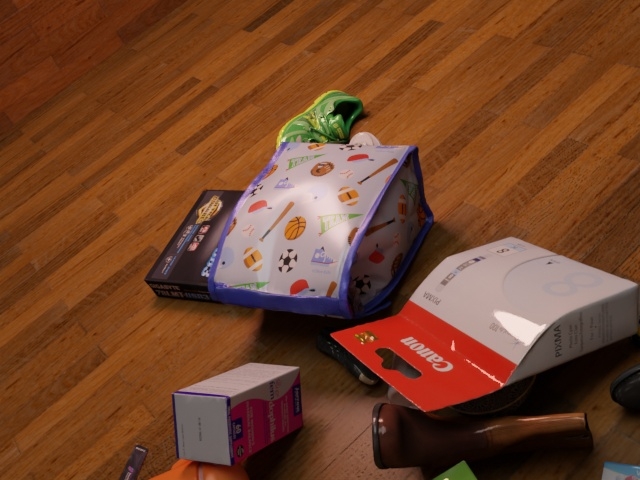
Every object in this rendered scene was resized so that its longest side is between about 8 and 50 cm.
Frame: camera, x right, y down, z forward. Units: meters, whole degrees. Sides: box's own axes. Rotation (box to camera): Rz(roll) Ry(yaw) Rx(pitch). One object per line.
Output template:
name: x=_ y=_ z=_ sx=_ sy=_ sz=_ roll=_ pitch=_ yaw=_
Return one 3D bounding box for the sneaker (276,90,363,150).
sneaker: x=-0.002 y=-0.270 z=1.985 sx=0.123 sy=0.109 sz=0.295 roll=10 pitch=52 yaw=43

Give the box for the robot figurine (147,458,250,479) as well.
robot figurine: x=-0.206 y=0.424 z=1.321 sx=0.219 sy=0.128 sz=0.158 roll=-24 pitch=8 yaw=6

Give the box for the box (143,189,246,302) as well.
box: x=-0.208 y=0.009 z=1.834 sx=0.293 sy=0.073 sz=0.296 roll=3 pitch=49 yaw=35

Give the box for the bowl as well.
bowl: x=0.268 y=0.227 z=1.291 sx=0.170 sy=0.080 sz=0.170 roll=-16 pitch=39 yaw=14

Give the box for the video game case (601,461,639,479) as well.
video game case: x=0.427 y=0.378 z=1.078 sx=0.119 sy=0.015 sz=0.166 roll=0 pitch=46 yaw=31

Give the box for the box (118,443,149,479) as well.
box: x=-0.340 y=0.432 z=1.389 sx=0.029 sy=0.162 sz=0.116 roll=25 pitch=48 yaw=-7

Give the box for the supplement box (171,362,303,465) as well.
supplement box: x=-0.133 y=0.284 z=1.357 sx=0.113 sy=0.111 sz=0.220 roll=-1 pitch=5 yaw=29

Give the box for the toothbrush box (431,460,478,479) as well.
toothbrush box: x=0.182 y=0.466 z=1.046 sx=0.206 sy=0.122 sz=0.283 roll=-30 pitch=40 yaw=-2

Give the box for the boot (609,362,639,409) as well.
boot: x=0.526 y=0.270 z=1.078 sx=0.262 sy=0.091 sz=0.229 roll=-6 pitch=43 yaw=23

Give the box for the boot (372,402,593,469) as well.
boot: x=0.229 y=0.277 z=1.134 sx=0.280 sy=0.264 sz=0.096 roll=-9 pitch=62 yaw=24

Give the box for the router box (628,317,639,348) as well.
router box: x=0.580 y=0.127 z=1.239 sx=0.178 sy=0.046 sz=0.133 roll=-31 pitch=39 yaw=-3

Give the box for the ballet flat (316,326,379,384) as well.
ballet flat: x=0.051 y=0.215 z=1.476 sx=0.057 sy=0.049 sz=0.173 roll=4 pitch=22 yaw=-36

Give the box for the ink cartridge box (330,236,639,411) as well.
ink cartridge box: x=0.244 y=0.112 z=1.272 sx=0.384 sy=0.091 sz=0.308 roll=-15 pitch=21 yaw=-21

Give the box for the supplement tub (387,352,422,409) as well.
supplement tub: x=0.153 y=0.226 z=1.370 sx=0.071 sy=0.071 sz=0.107 roll=-8 pitch=42 yaw=24

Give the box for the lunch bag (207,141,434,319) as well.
lunch bag: x=0.000 y=0.000 z=1.587 sx=0.327 sy=0.239 sz=0.385 roll=3 pitch=41 yaw=31

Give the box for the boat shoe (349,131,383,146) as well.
boat shoe: x=0.101 y=-0.183 z=1.844 sx=0.095 sy=0.084 sz=0.258 roll=-21 pitch=39 yaw=10
